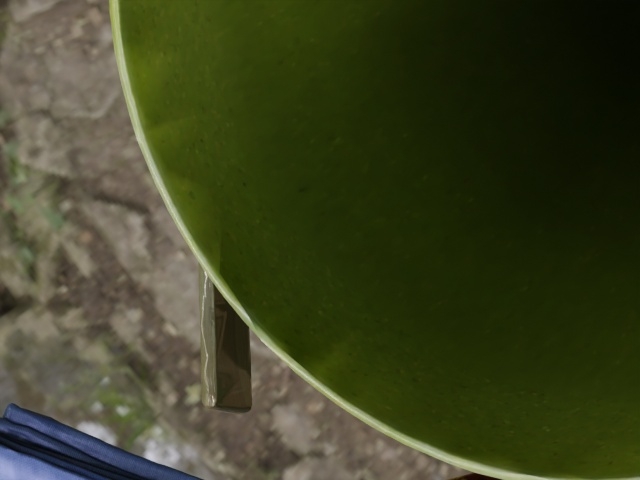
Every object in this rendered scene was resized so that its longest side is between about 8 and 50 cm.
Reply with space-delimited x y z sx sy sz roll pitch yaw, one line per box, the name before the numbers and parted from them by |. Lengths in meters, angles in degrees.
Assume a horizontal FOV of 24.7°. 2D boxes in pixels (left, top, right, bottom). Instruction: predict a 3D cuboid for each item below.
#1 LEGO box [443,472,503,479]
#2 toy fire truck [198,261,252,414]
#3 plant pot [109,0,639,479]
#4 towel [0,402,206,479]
LEGO box | -0.010 0.397 1.272 0.500 0.193 0.372 -15 148 7
toy fire truck | 0.000 0.000 1.053 0.246 0.217 0.158 -54 38 11
plant pot | 0.123 -0.102 0.532 0.275 0.293 0.274 17 122 28
towel | -0.104 0.274 0.819 0.243 0.040 0.336 17 112 18
